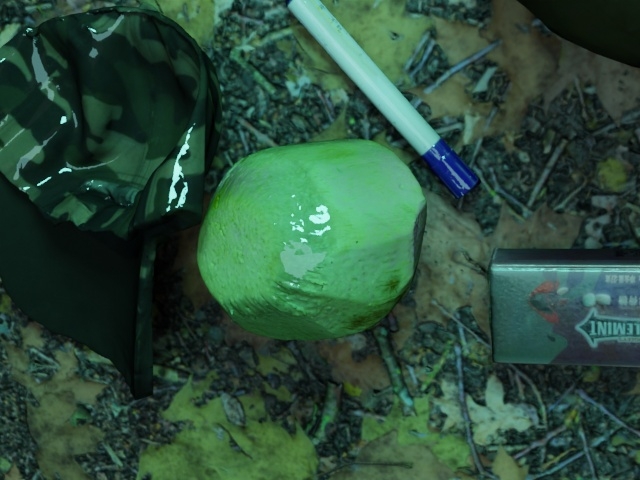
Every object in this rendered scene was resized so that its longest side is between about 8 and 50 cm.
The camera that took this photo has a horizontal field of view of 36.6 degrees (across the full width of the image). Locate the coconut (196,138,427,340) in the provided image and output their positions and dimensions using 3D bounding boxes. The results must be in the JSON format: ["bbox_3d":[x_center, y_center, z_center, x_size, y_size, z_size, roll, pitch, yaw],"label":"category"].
[{"bbox_3d":[0.000,0.000,0.955,0.204,0.235,0.236,46,116,34],"label":"coconut"}]

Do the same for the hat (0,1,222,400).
[{"bbox_3d":[-0.215,-0.037,1.042,0.366,0.257,0.382,32,153,30],"label":"hat"}]

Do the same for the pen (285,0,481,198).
[{"bbox_3d":[0.063,-0.150,0.980,0.033,0.033,0.269,-41,94,21],"label":"pen"}]

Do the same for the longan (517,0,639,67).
[{"bbox_3d":[0.285,-0.320,0.699,0.390,0.391,0.391,4,107,13],"label":"longan"}]

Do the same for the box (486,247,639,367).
[{"bbox_3d":[0.283,0.067,0.970,0.224,0.069,0.120,-2,107,15],"label":"box"}]
